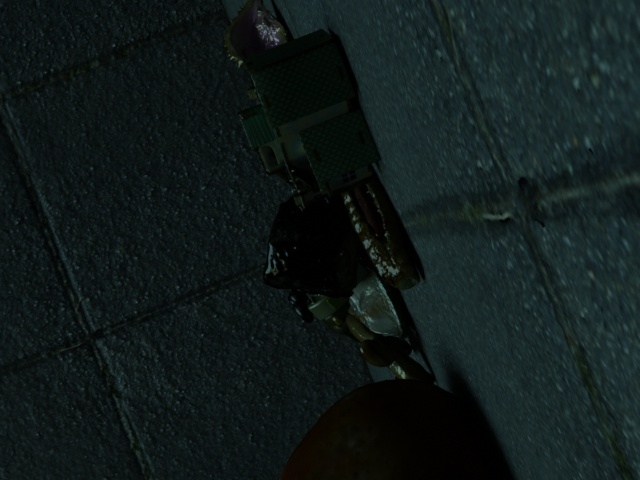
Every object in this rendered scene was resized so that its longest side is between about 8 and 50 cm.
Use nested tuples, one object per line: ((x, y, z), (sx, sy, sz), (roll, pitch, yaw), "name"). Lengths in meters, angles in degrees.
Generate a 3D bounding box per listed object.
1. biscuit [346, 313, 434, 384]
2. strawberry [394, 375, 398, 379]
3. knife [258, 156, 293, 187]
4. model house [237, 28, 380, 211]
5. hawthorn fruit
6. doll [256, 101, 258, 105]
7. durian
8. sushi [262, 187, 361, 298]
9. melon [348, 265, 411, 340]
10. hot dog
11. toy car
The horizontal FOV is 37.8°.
((0.131, 0.217, 1.838), (0.164, 0.047, 0.208), (29, -172, -13), "biscuit")
((0.189, 0.331, 2.117), (0.073, 0.073, 0.083), (-137, 41, -82), "strawberry")
((-0.021, -0.103, 1.969), (0.089, 0.043, 0.365), (40, -177, 36), "knife")
((-0.036, -0.207, 1.392), (0.206, 0.178, 0.271), (78, 173, -63), "model house")
((0.097, 0.424, 1.479), (0.403, 0.403, 0.403), (158, 90, -87), "hawthorn fruit")
((-0.060, -0.217, 1.884), (0.201, 0.156, 0.303), (52, 174, 29), "doll")
((-0.118, -0.417, 1.937), (0.182, 0.165, 0.132), (38, 132, 15), "durian")
((0.000, 0.000, 1.758), (0.350, 0.171, 0.211), (-55, -22, -81), "sushi")
((0.110, 0.116, 1.818), (0.202, 0.093, 0.139), (-132, 28, -65), "melon")
((0.078, -0.043, 1.479), (0.289, 0.068, 0.083), (65, -178, 34), "hot dog")
((0.065, 0.133, 2.081), (0.198, 0.204, 0.248), (46, -179, -16), "toy car")
